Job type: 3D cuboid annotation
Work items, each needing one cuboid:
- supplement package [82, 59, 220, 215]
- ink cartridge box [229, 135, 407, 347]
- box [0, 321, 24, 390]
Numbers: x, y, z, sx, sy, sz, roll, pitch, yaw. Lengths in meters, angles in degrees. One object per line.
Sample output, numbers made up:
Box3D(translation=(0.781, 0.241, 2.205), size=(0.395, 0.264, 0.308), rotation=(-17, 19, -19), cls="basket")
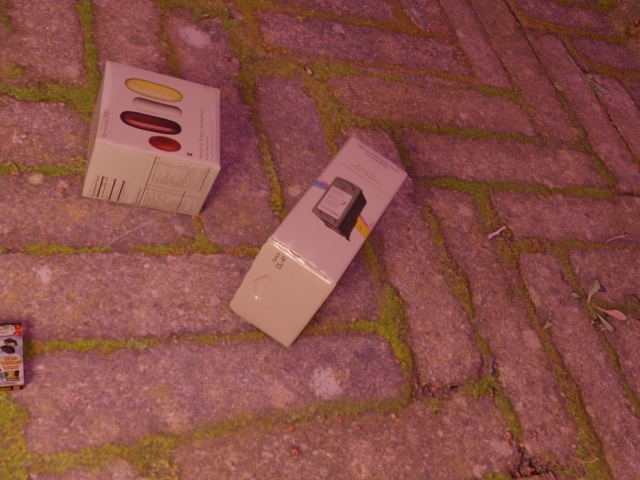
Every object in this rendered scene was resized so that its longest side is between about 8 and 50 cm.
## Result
Box3D(translation=(-0.292, -0.175, 1.200), size=(0.203, 0.149, 0.194), rotation=(10, 52, -23), cls="supplement package")
Box3D(translation=(0.000, 0.000, 1.172), size=(0.131, 0.226, 0.306), rotation=(34, 49, 1), cls="ink cartridge box")
Box3D(translation=(-0.478, 0.160, 0.933), size=(0.137, 0.027, 0.094), rotation=(2, 57, -27), cls="box")
